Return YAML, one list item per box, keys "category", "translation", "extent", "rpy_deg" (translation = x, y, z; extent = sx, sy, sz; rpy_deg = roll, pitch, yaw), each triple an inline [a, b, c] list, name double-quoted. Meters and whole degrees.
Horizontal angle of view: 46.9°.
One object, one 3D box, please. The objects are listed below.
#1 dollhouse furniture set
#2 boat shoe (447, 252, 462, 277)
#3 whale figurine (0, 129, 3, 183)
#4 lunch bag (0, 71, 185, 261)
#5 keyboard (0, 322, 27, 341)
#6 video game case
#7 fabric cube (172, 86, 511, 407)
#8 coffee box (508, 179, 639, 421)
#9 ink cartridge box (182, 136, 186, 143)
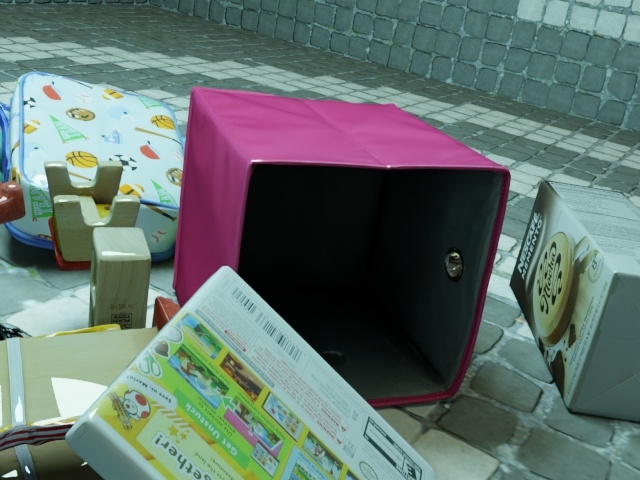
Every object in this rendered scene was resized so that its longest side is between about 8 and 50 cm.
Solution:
- category: "dollhouse furniture set"
  translation: [-0.236, 0.074, 0.601]
  extent: [0.201, 0.152, 0.374]
  rpy_deg: [-2, 29, -25]
- category: "boat shoe"
  translation: [0.115, 0.010, 1.025]
  extent: [0.206, 0.073, 0.073]
  rpy_deg: [19, 26, 24]
- category: "whale figurine"
  translation: [-0.496, -0.127, 1.007]
  extent: [0.216, 0.141, 0.272]
  rpy_deg: [25, 27, 33]
- category: "lunch bag"
  translation: [-0.305, -0.106, 0.981]
  extent: [0.243, 0.115, 0.303]
  rpy_deg: [7, 36, -27]
- category: "keyboard"
  translation: [-0.317, 0.113, 0.676]
  extent: [0.192, 0.038, 0.100]
  rpy_deg: [26, 51, 30]
- category: "video game case"
  translation: [-0.019, 0.136, 0.457]
  extent: [0.227, 0.026, 0.206]
  rpy_deg: [46, 22, -5]
- category: "fabric cube"
  translation: [0.000, 0.000, 0.771]
  extent: [0.259, 0.254, 0.258]
  rpy_deg: [0, 23, -21]
- category: "coffee box"
  translation: [0.330, 0.056, 0.879]
  extent: [0.118, 0.168, 0.297]
  rpy_deg: [9, 22, -2]
- category: "ink cartridge box"
  translation: [-0.279, -0.123, 1.189]
  extent: [0.104, 0.060, 0.180]
  rpy_deg: [11, 23, 0]
